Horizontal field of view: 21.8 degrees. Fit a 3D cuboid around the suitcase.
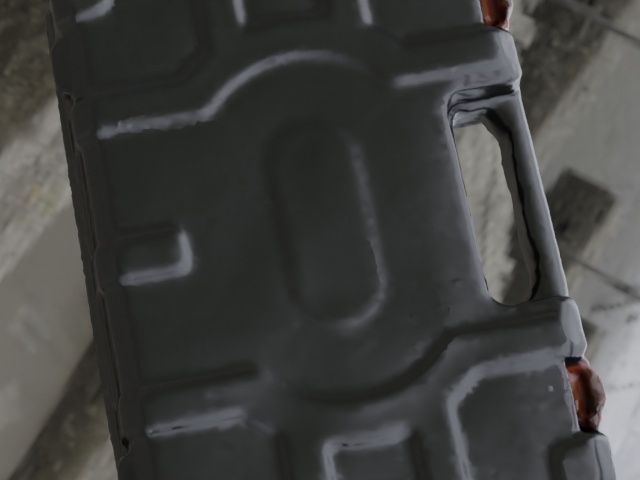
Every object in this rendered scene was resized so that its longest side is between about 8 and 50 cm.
[{"bbox_3d":[0.000,0.000,0.716,0.066,0.206,0.285,102,-23,-74],"label":"suitcase"}]
